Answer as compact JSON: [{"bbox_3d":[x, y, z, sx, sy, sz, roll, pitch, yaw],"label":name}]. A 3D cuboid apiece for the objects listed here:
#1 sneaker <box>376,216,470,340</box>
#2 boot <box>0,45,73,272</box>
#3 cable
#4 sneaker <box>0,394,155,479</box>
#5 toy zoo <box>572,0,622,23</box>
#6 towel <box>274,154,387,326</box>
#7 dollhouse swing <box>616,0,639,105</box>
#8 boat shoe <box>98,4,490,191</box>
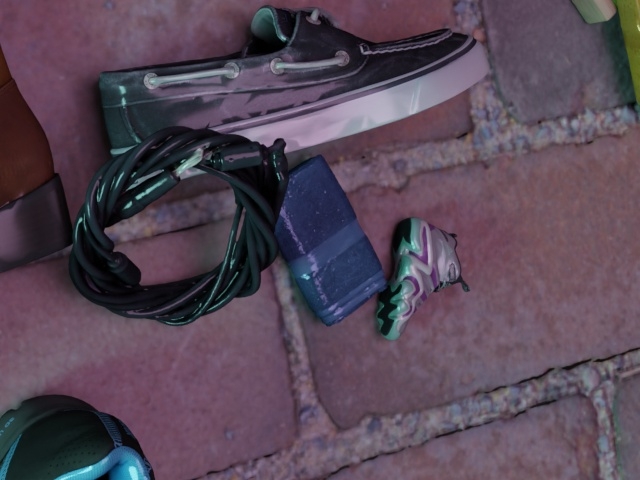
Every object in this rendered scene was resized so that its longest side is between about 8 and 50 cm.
[{"bbox_3d":[0.085,0.036,1.285,0.069,0.038,0.098,18,83,-26],"label":"sneaker"},{"bbox_3d":[-0.305,-0.090,1.043,0.264,0.096,0.280,-22,100,-26],"label":"boot"},{"bbox_3d":[-0.098,0.000,1.125,0.151,0.184,0.047,-11,51,-29],"label":"cable"},{"bbox_3d":[-0.220,0.260,1.068,0.125,0.140,0.340,29,79,-27],"label":"sneaker"},{"bbox_3d":[0.269,-0.347,1.382,0.293,0.030,0.192,-45,110,-20],"label":"toy zoo"},{"bbox_3d":[0.000,0.000,1.244,0.067,0.029,0.119,-34,106,-24],"label":"towel"},{"bbox_3d":[0.445,-0.249,1.297,0.315,0.305,0.346,-25,111,-29],"label":"dollhouse swing"},{"bbox_3d":[-0.016,-0.123,1.197,0.301,0.108,0.102,-17,100,-20],"label":"boat shoe"}]
